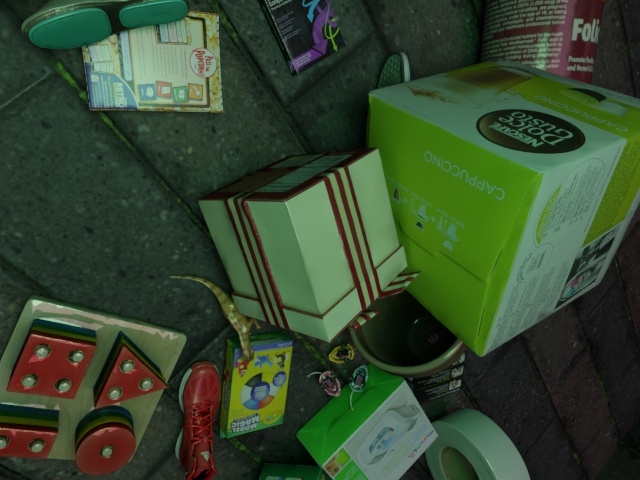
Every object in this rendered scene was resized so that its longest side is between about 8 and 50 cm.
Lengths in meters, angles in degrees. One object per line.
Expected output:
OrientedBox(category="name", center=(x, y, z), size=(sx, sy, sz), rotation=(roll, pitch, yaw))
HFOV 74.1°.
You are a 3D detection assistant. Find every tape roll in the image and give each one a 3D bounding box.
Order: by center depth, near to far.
OrientedBox(category="tape roll", center=(0.405, 0.600, 1.119), size=(0.100, 0.286, 0.287), rotation=(-13, 110, -27))

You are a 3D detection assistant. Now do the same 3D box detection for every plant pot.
OrientedBox(category="plant pot", center=(0.225, 0.186, 0.943), size=(0.263, 0.263, 0.229), rotation=(-55, 140, -6))

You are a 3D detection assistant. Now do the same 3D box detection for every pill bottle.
OrientedBox(category="pill bottle", center=(0.457, -0.449, 0.886), size=(0.223, 0.224, 0.393), rotation=(-9, 109, -28))

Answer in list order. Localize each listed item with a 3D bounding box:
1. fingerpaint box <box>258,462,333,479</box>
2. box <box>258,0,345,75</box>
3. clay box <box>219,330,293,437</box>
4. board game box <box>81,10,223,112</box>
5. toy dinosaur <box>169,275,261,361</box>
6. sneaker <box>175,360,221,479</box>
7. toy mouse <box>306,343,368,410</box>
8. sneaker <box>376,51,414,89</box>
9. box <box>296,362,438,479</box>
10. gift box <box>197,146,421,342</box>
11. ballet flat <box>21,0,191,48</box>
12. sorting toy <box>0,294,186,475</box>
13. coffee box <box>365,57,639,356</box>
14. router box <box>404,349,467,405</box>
OrientedBox(category="fingerpaint box", center=(-0.034, 0.745, 0.816), size=(0.371, 0.163, 0.445), rotation=(60, 32, -28))
OrientedBox(category="box", center=(-0.035, -0.390, 0.736), size=(0.116, 0.029, 0.162), rotation=(-37, 118, -16))
OrientedBox(category="clay box", center=(-0.132, 0.302, 0.861), size=(0.127, 0.053, 0.222), rotation=(-1, 104, -33))
OrientedBox(category="board game box", center=(-0.249, -0.269, 0.637), size=(0.193, 0.045, 0.147), rotation=(-7, 107, -28))
OrientedBox(category="toy dinosaur", center=(-0.162, 0.119, 0.776), size=(0.212, 0.064, 0.112), rotation=(56, 37, -1))
OrientedBox(category="sneaker", center=(-0.212, 0.347, 0.784), size=(0.086, 0.128, 0.222), rotation=(-1, 105, -30))
OrientedBox(category="toy mouse", center=(0.050, 0.310, 0.959), size=(0.160, 0.031, 0.143), rotation=(-15, 87, -20))
OrientedBox(category="sneaker", center=(0.202, -0.265, 0.875), size=(0.163, 0.086, 0.227), rotation=(-13, 108, -28))
OrientedBox(category="box", center=(0.116, 0.462, 1.010), size=(0.262, 0.126, 0.231), rotation=(-39, 117, -16))
OrientedBox(category="gift box", center=(0.000, 0.000, 0.716), size=(0.276, 0.255, 0.258), rotation=(-31, 116, -35))
OrientedBox(category="ballet flat", center=(-0.279, -0.308, 0.554), size=(0.213, 0.072, 0.068), rotation=(-25, 85, -22))
OrientedBox(category="sorting toy", center=(-0.380, 0.251, 0.684), size=(0.255, 0.089, 0.257), rotation=(24, 91, -33))
OrientedBox(category="coffee box", center=(0.299, -0.082, 0.745), size=(0.334, 0.337, 0.339), rotation=(-21, 132, -24))
OrientedBox(category="router box", center=(0.307, 0.358, 1.135), size=(0.178, 0.046, 0.134), rotation=(-5, 107, -29))
